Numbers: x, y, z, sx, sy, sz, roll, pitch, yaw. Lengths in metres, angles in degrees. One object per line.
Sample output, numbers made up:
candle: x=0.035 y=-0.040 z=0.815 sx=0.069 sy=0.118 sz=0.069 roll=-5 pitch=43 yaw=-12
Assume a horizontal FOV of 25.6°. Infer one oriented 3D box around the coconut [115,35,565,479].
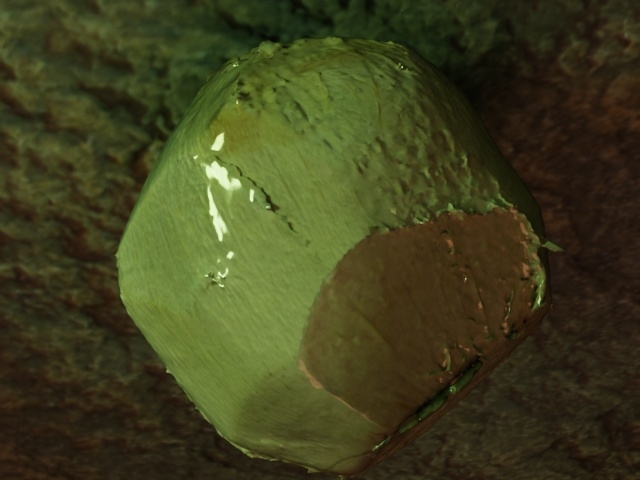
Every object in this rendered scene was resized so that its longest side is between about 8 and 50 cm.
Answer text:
coconut: x=0.000 y=0.000 z=1.202 sx=0.346 sy=0.360 sz=0.346 roll=-38 pitch=167 yaw=-10
